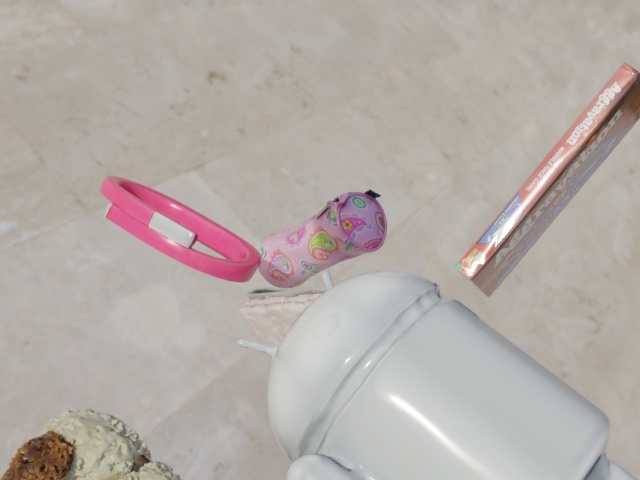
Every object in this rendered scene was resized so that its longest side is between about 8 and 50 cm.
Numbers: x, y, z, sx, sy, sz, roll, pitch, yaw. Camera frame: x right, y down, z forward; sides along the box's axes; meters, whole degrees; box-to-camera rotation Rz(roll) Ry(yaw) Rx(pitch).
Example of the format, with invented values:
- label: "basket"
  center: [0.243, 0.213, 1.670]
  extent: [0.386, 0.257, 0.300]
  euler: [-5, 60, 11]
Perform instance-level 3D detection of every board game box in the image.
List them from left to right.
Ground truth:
- label: "board game box"
  center: [0.261, -0.059, 1.086]
  extent: [0.027, 0.281, 0.145]
  euler: [41, 3, 22]

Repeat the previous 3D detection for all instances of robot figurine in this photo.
- label: "robot figurine"
  center: [0.098, 0.162, 0.821]
  extent: [0.353, 0.199, 0.300]
  euler: [38, 36, 17]

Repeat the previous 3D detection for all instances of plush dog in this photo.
- label: "plush dog"
  center: [-0.211, 0.270, 1.005]
  extent: [0.225, 0.210, 0.262]
  euler: [48, -2, 11]

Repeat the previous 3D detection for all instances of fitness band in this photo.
- label: "fitness band"
  center: [-0.230, -0.019, 1.567]
  extent: [0.291, 0.054, 0.209]
  euler: [30, 7, 18]

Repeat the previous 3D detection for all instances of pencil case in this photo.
- label: "pencil case"
  center: [0.000, 0.000, 1.783]
  extent: [0.124, 0.284, 0.124]
  euler: [14, 64, -32]

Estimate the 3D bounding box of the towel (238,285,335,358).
- label: "towel"
  center: [0.082, 0.180, 1.330]
  extent: [0.317, 0.332, 0.053]
  euler: [56, 50, -27]
